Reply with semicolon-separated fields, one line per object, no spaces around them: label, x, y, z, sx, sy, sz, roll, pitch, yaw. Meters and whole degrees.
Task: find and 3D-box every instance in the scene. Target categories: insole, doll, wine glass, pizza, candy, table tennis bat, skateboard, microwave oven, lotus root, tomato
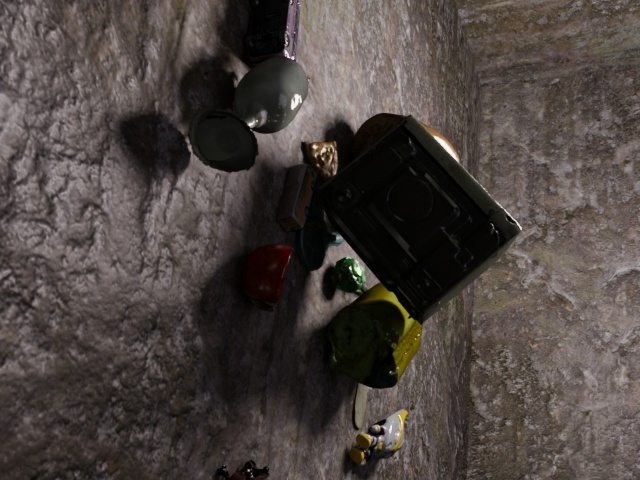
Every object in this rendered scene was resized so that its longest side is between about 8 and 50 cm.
insole;0.132;0.382;2.121;0.119;0.009;0.348;56;38;-52
doll;0.178;0.578;2.097;0.316;0.103;0.145;11;81;-61
wine glass;-0.126;-0.256;1.400;0.321;0.143;0.143;-55;137;-50
pizza;0.005;-0.216;1.860;0.176;0.036;0.185;60;34;-47
candy;0.106;0.125;2.026;0.323;0.097;0.097;46;46;-68
table tennis bat;0.000;0.000;1.826;0.237;0.038;0.149;-4;90;-64
skateboard;-0.143;0.479;1.403;0.151;0.067;0.080;29;70;-68
microwave oven;0.233;-0.050;1.751;0.394;0.333;0.247;49;-6;14
lotus root;0.199;-0.226;2.075;0.250;0.316;0.316;42;48;-41
tomato;-0.116;0.071;1.476;0.159;0.091;0.139;102;6;-66

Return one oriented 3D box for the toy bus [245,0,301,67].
toy bus;-0.098;-0.462;1.571;0.108;0.096;0.199;52;38;-61

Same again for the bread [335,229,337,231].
bread;0.100;-0.065;1.971;0.129;0.111;0.114;13;69;-36

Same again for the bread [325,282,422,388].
bread;0.165;0.241;1.952;0.376;0.208;0.251;-28;131;-63

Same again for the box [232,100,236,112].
box;-0.165;-0.243;1.487;0.046;0.012;0.083;3;83;-67

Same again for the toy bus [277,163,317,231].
toy bus;-0.053;-0.103;1.684;0.072;0.057;0.172;51;41;-43
